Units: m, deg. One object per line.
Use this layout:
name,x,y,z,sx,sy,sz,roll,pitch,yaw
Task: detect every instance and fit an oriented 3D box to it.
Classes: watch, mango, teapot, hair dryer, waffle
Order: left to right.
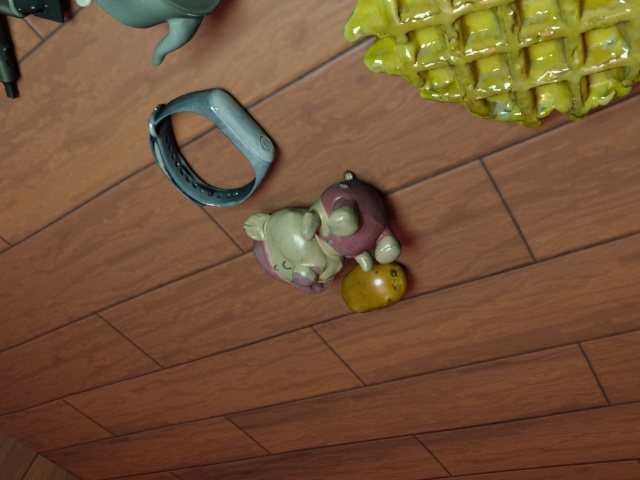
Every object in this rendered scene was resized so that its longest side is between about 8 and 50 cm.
hair dryer,-0.476,-0.312,0.795,0.195,0.078,0.248,16,143,-2
teapot,-0.231,-0.348,0.647,0.149,0.162,0.239,-8,115,35
watch,-0.188,-0.149,0.864,0.193,0.068,0.206,-28,122,32
mango,0.094,0.094,1.004,0.105,0.084,0.159,40,129,-15
waffle,0.229,-0.280,0.571,0.382,0.095,0.380,18,147,-6

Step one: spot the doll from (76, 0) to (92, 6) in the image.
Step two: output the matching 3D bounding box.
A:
doll,-0.347,-0.436,0.547,0.423,0.161,0.348,12,108,23

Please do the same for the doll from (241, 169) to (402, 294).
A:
doll,-0.001,0.002,0.899,0.256,0.152,0.196,-22,111,35
